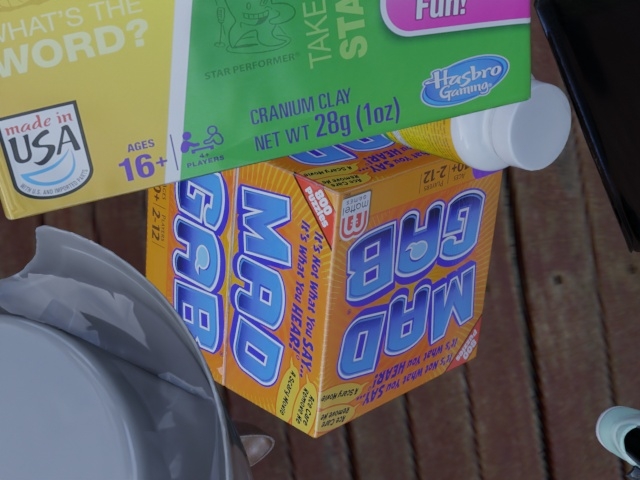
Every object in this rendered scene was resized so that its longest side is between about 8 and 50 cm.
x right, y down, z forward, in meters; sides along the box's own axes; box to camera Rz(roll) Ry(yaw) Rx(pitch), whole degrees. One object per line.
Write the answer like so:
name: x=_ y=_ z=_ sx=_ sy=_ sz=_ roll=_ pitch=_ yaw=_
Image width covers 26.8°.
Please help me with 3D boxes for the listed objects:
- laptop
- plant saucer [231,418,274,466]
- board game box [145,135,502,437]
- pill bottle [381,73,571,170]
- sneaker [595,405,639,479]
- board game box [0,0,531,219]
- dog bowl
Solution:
laptop: x=0.381 y=-0.229 z=1.054 sx=0.236 sy=0.382 sz=0.408 roll=12 pitch=68 yaw=28
plant saucer: x=-0.220 y=0.334 z=1.999 sx=0.311 sy=0.310 sz=0.050 roll=-29 pitch=69 yaw=22
board game box: x=0.000 y=0.000 z=1.920 sx=0.356 sy=0.356 sz=0.356 roll=24 pitch=120 yaw=37
pill bottle: x=0.153 y=-0.138 z=1.388 sx=0.208 sy=0.117 sz=0.117 roll=23 pitch=102 yaw=49
sneaker: x=0.492 y=0.296 z=1.757 sx=0.256 sy=0.151 sz=0.094 roll=19 pitch=92 yaw=1
board game box: x=-0.043 y=-0.174 z=0.511 sx=0.242 sy=0.064 sz=0.316 roll=-14 pitch=129 yaw=-7
dog bowl: x=-0.189 y=0.165 z=0.703 sx=0.349 sy=0.102 sz=0.348 roll=-10 pitch=60 yaw=18
